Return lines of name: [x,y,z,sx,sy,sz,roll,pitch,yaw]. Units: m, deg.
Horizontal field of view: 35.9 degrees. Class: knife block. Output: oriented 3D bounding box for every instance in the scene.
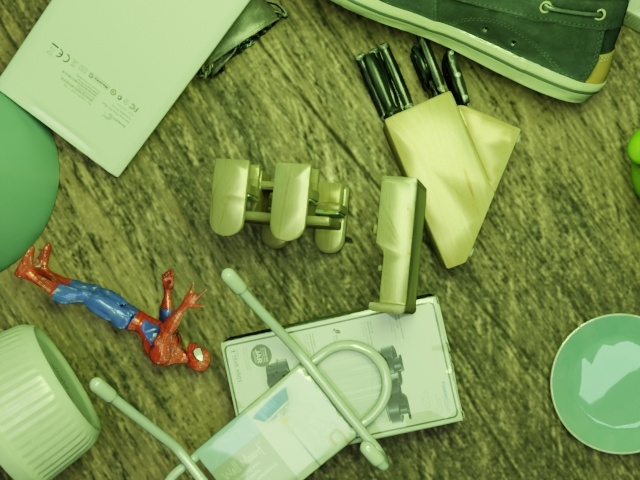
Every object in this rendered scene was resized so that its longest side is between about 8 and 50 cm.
knife block: [0.126,-0.127,1.310,0.242,0.088,0.275,22,90,3]

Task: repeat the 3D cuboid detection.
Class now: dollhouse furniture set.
dollhouse furniture set: [0.000,0.000,1.228,0.242,0.212,0.161,5,87,14]

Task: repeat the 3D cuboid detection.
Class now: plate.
plate: [0.400,0.191,1.323,0.188,0.024,0.188,0,89,1]

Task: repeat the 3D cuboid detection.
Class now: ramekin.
ramekin: [-0.370,0.206,1.266,0.109,0.207,0.207,-31,88,-8]

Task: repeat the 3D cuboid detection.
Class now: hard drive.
hard drive: [-0.258,-0.263,1.295,0.203,0.040,0.307,37,106,-8]

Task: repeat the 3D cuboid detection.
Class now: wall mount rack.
wall mount rack: [-0.091,0.216,1.199,0.350,0.130,0.304,-40,87,0]

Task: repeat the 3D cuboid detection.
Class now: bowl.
bowl: [-0.519,-0.097,1.296,0.311,0.163,0.311,0,88,3]

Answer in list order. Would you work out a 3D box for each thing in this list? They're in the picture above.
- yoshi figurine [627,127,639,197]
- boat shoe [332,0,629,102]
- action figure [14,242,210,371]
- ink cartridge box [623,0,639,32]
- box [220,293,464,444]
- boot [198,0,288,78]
yoshi figurine: [0.549,-0.135,1.279,0.362,0.203,0.203,-17,122,-10]
boat shoe: [0.158,-0.341,1.252,0.500,0.187,0.156,23,123,-2]
action figure: [-0.249,0.066,1.314,0.280,0.091,0.139,34,99,3]
ink cartridge box: [0.471,-0.319,1.315,0.180,0.060,0.104,29,88,3]
box: [0.030,0.181,1.305,0.290,0.087,0.169,-13,88,2]
boot: [-0.204,-0.320,1.330,0.263,0.091,0.229,-29,95,7]
